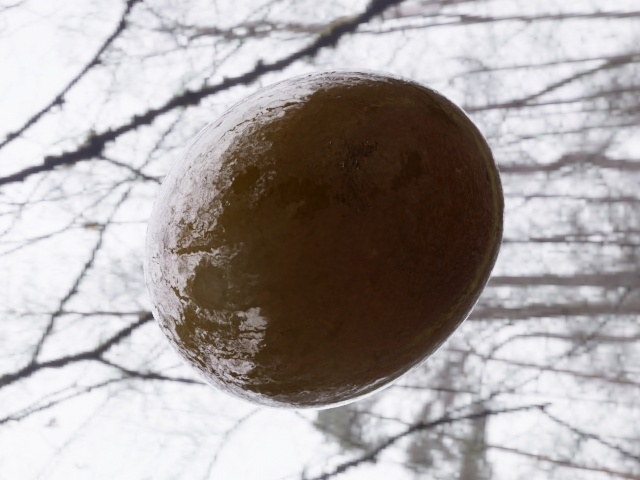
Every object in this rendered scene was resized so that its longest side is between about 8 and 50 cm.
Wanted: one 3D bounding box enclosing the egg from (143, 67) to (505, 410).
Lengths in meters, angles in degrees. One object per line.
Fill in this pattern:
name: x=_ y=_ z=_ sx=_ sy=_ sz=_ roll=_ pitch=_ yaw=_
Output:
egg: x=0.000 y=0.000 z=1.036 sx=0.282 sy=0.351 sz=0.282 roll=24 pitch=-129 yaw=-33
